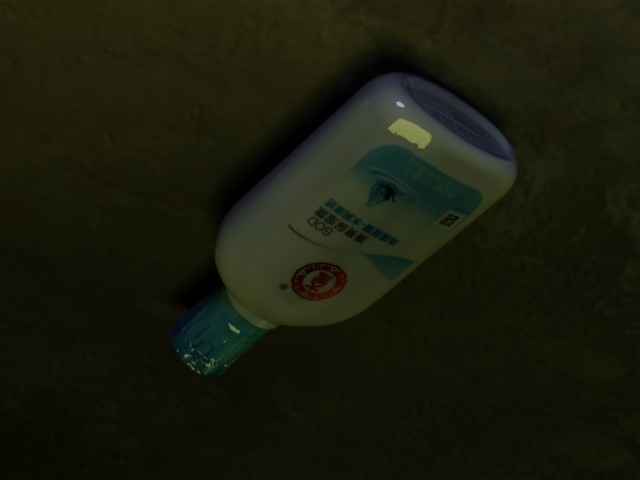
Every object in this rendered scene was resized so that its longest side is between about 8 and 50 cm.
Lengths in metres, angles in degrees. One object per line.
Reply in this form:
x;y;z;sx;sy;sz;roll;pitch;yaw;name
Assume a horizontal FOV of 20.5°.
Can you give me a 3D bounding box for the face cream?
0.000;0.000;1.479;0.163;0.080;0.337;29;125;-32;face cream
